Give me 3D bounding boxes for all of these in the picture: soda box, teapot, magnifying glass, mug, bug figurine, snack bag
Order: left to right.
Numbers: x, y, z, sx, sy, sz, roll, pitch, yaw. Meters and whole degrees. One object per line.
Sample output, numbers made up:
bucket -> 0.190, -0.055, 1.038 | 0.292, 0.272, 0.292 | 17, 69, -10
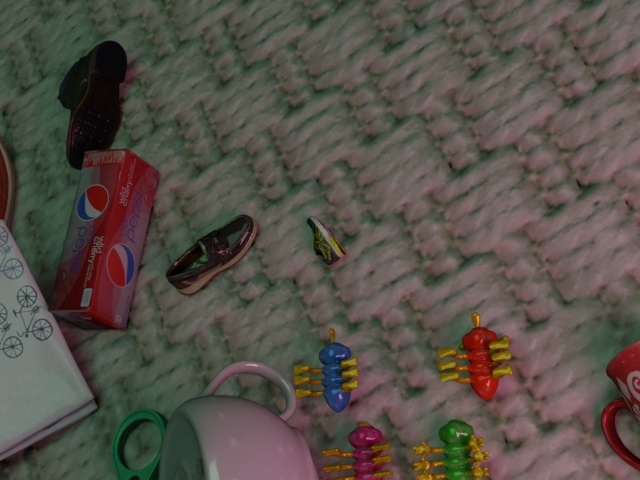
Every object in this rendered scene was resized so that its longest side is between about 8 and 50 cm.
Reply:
snack bag -> -0.542, 0.184, 1.745 | 0.342, 0.037, 0.323 | -29, 78, 0
soda box -> -0.321, -0.002, 1.783 | 0.083, 0.092, 0.263 | -3, 66, 29
magnifying glass -> -0.252, 0.341, 1.620 | 0.092, 0.026, 0.231 | -9, 64, 26
teapot -> -0.082, 0.300, 1.446 | 0.252, 0.187, 0.256 | -156, 68, -65
bug figurine -> 0.106, 0.203, 1.450 | 0.279, 0.072, 0.216 | -7, 70, 22
mug -> 0.391, 0.199, 1.286 | 0.113, 0.150, 0.169 | -13, 59, -18

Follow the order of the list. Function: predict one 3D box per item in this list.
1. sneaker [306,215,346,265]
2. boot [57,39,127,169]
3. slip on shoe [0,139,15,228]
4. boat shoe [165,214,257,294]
sneaker -> 0.000, 0.000, 1.635 | 0.035, 0.031, 0.083 | -43, 53, 6
boot -> -0.383, -0.215, 1.951 | 0.106, 0.082, 0.219 | -3, 68, 53
slip on shoe -> -0.576, -0.060, 1.955 | 0.123, 0.101, 0.331 | -21, 57, 22
boat shoe -> -0.156, 0.017, 1.705 | 0.152, 0.049, 0.056 | -44, 53, 4
